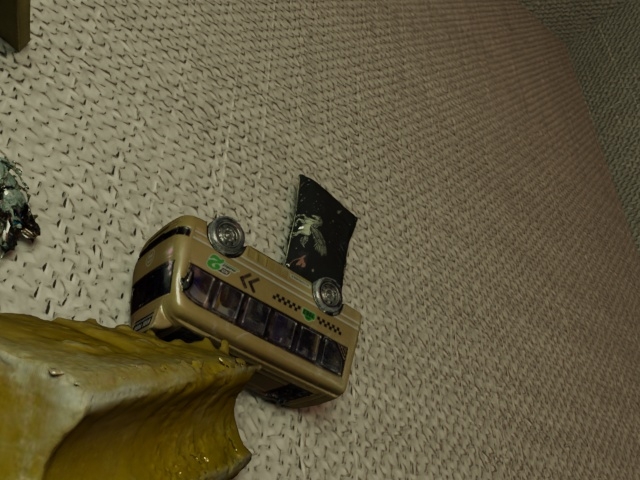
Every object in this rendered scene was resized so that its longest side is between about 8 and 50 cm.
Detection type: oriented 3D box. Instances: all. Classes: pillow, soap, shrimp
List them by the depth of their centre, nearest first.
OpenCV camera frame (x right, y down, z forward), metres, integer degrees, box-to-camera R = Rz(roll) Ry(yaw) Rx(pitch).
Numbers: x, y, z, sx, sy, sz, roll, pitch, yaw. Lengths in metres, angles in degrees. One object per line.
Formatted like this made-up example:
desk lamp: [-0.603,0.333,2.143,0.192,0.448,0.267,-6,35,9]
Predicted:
soap: [-0.251,0.151,0.570,0.339,0.305,0.169,28,76,-71]
shrimp: [-0.370,-0.065,0.652,0.082,0.076,0.174,-32,87,-28]
pillow: [0.000,0.000,0.981,0.141,0.055,0.208,39,43,-28]

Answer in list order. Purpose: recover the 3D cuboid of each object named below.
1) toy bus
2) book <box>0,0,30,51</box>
toy bus: [-0.095,0.099,0.761,0.290,0.139,0.157,34,49,-29]
book: [-0.400,-0.312,0.680,0.161,0.231,0.026,41,71,-17]
